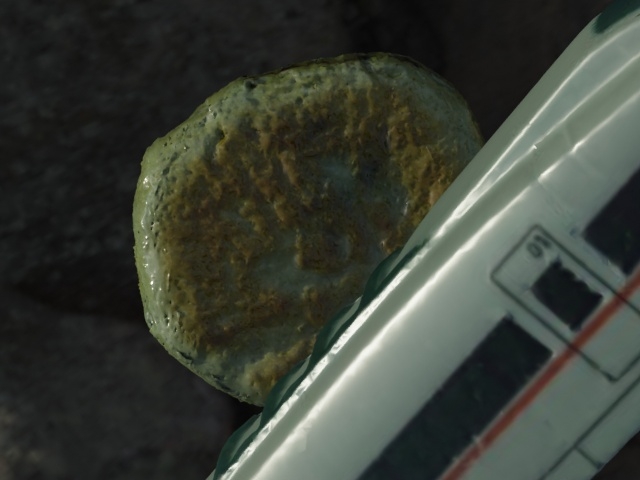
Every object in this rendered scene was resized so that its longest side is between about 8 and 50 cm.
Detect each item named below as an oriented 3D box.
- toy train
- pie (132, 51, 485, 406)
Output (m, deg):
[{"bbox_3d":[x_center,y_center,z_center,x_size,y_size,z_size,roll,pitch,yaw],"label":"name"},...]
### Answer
[{"bbox_3d":[0.068,0.014,0.574,0.088,0.086,0.407,41,117,2],"label":"toy train"},{"bbox_3d":[0.000,0.000,1.633,0.323,0.070,0.323,0,84,3],"label":"pie"}]
